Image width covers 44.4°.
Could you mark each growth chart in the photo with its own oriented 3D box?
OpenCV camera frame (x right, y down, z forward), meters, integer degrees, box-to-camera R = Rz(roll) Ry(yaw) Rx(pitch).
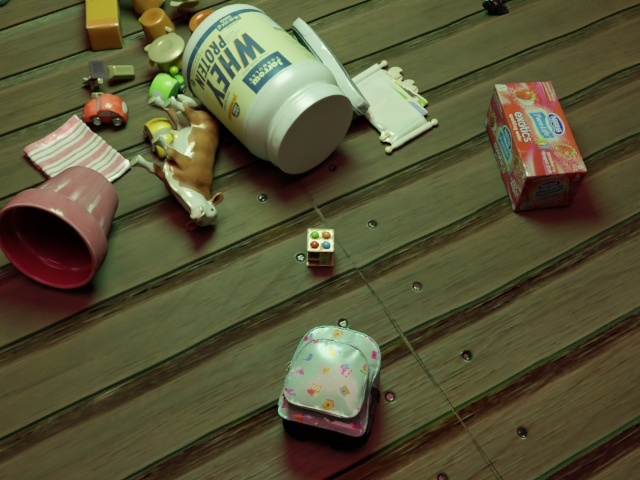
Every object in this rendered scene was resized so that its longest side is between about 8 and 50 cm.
[{"bbox_3d":[0.155,-0.310,1.768,0.172,0.021,0.237,-27,61,-18],"label":"growth chart"}]

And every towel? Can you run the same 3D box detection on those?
[{"bbox_3d":[-0.516,-0.175,1.661,0.197,0.029,0.144,39,65,22],"label":"towel"}]

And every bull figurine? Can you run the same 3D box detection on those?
[{"bbox_3d":[-0.277,-0.166,1.591,0.101,0.188,0.310,-27,42,27],"label":"bull figurine"}]

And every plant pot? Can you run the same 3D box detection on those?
[{"bbox_3d":[-0.481,-0.040,1.487,0.201,0.201,0.180,12,41,7],"label":"plant pot"}]

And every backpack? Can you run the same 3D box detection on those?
[{"bbox_3d":[0.021,0.238,1.332,0.165,0.144,0.188,10,54,12],"label":"backpack"}]

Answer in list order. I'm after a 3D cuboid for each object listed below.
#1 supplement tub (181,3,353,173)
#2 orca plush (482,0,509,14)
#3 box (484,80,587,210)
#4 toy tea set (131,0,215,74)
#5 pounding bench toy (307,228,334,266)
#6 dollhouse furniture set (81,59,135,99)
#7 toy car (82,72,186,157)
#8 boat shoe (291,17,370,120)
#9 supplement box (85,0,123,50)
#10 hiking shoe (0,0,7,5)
[{"bbox_3d":[-0.111,-0.315,1.637,0.235,0.235,0.325,-34,63,-21],"label":"supplement tub"},{"bbox_3d":[0.397,-0.701,1.983,0.151,0.102,0.287,-2,57,-2],"label":"orca plush"},{"bbox_3d":[0.443,-0.201,1.639,0.128,0.123,0.257,-5,57,-5],"label":"box"},{"bbox_3d":[-0.330,-0.506,1.847,0.200,0.124,0.336,-26,56,-2],"label":"toy tea set"},{"bbox_3d":[0.000,0.000,1.532,0.052,0.065,0.083,1,56,0],"label":"pounding bench toy"},{"bbox_3d":[-0.484,-0.359,1.794,0.114,0.081,0.091,-12,93,-39],"label":"dollhouse furniture set"},{"bbox_3d":[-0.374,-0.307,1.728,0.239,0.053,0.225,26,57,9],"label":"toy car"},{"bbox_3d":[-0.003,-0.376,1.763,0.102,0.108,0.301,-38,66,13],"label":"boat shoe"},{"bbox_3d":[-0.524,-0.567,1.894,0.078,0.080,0.233,-8,59,-7],"label":"supplement box"},{"bbox_3d":[-0.876,-0.650,1.918,0.226,0.114,0.086,7,56,4],"label":"hiking shoe"}]
